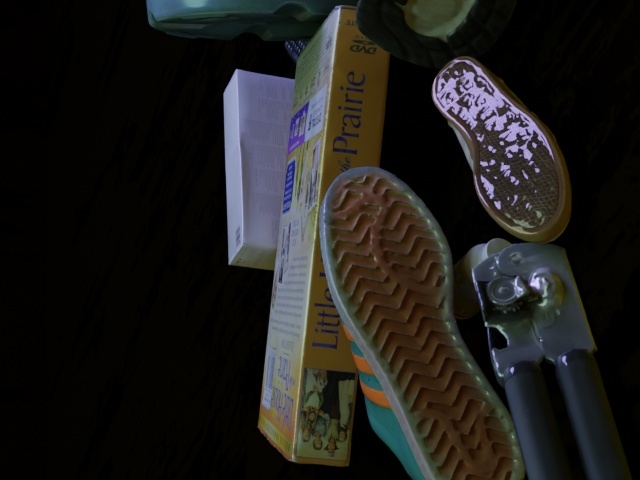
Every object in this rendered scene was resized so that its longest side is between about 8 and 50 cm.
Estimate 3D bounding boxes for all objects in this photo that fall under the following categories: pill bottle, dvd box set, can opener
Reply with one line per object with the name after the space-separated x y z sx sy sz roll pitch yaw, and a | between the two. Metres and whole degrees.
0.132 0.031 1.133 0.083 0.043 0.043 129 143 -53 | pill bottle
0.000 0.000 1.372 0.307 0.062 0.420 161 115 -82 | dvd box set
0.173 0.124 0.990 0.095 0.076 0.283 72 -174 -52 | can opener

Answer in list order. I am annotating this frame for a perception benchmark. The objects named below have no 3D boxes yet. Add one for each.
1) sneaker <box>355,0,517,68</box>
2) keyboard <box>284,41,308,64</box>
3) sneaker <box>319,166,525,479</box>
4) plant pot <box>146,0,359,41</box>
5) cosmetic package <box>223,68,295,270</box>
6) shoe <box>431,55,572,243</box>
0.147 -0.336 1.114 0.410 0.158 0.182 128 156 -46 | sneaker
-0.008 -0.247 1.632 0.180 0.023 0.108 -122 45 -59 | keyboard
0.067 0.091 1.119 0.121 0.108 0.302 116 136 -66 | sneaker
-0.053 -0.387 1.424 0.341 0.341 0.334 -174 83 -69 | plant pot
-0.059 -0.081 1.599 0.060 0.098 0.239 126 146 -55 | cosmetic package
0.157 -0.072 1.107 0.076 0.058 0.219 -39 42 17 | shoe
